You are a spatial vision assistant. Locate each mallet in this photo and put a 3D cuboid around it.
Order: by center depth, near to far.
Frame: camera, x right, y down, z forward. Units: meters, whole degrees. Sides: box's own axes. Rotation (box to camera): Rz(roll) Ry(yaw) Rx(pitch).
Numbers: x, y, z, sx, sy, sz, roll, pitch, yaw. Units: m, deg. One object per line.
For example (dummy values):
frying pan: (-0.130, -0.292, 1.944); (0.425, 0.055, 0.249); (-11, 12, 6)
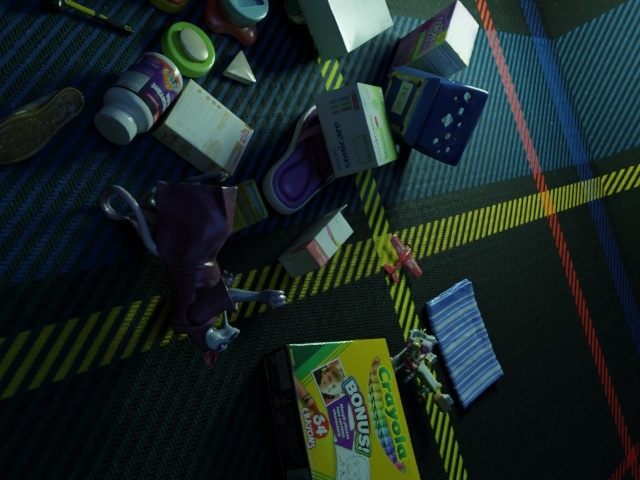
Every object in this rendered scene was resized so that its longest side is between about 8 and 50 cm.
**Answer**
mallet: (-0.481, -0.467, 1.191); (0.189, 0.039, 0.062); (22, 61, -39)

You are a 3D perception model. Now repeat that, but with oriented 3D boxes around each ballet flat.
ballet flat: (-0.068, -0.721, 1.625); (0.077, 0.091, 0.241); (30, 56, -67)

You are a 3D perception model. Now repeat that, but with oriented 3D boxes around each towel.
towel: (-0.221, -0.061, 1.296); (0.237, 0.021, 0.102); (-29, 95, -43)
towel: (0.445, 0.308, 1.755); (0.243, 0.040, 0.336); (-21, 91, -43)

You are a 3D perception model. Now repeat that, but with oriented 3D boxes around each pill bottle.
pill bottle: (-0.375, -0.289, 1.174); (0.108, 0.108, 0.194); (42, 52, -23)

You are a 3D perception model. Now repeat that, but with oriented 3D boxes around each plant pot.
plant pot: (0.307, -0.378, 1.683); (0.212, 0.236, 0.236); (13, 108, -31)

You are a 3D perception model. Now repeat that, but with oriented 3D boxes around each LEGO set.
LEGO set: (0.256, 0.361, 1.527); (0.107, 0.132, 0.287); (-35, 124, -26)

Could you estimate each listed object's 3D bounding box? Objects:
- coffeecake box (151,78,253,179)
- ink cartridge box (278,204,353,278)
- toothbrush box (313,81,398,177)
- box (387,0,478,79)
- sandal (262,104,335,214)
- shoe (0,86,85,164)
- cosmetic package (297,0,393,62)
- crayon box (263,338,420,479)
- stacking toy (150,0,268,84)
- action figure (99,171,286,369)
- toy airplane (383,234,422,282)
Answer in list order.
coffeecake box: (-0.260, -0.243, 1.287); (0.185, 0.068, 0.142); (37, 54, -27)
ink cartridge box: (0.000, 0.000, 1.406); (0.067, 0.115, 0.198); (54, 49, -13)
toothbrush box: (0.101, -0.288, 1.488); (0.283, 0.122, 0.206); (-31, 107, -68)
box: (0.361, -0.611, 1.846); (0.117, 0.243, 0.214); (39, 54, -26)
sandal: (-0.005, -0.220, 1.483); (0.169, 0.102, 0.416); (46, 49, -24)
shoe: (-0.531, -0.209, 1.051); (0.219, 0.058, 0.077); (-49, 129, -36)
cosmetic package: (0.064, -0.704, 1.643); (0.377, 0.097, 0.285); (-49, 119, -50)
crayon box: (0.053, 0.414, 1.292); (0.313, 0.106, 0.363); (4, 65, -40)
stacking toy: (-0.245, -0.533, 1.356); (0.308, 0.130, 0.280); (-2, 77, -42)
action figure: (-0.243, 0.060, 1.082); (0.275, 0.248, 0.371); (-2, 80, -34)
toy airplane: (0.233, 0.063, 1.653); (0.151, 0.028, 0.151); (15, 66, -36)
